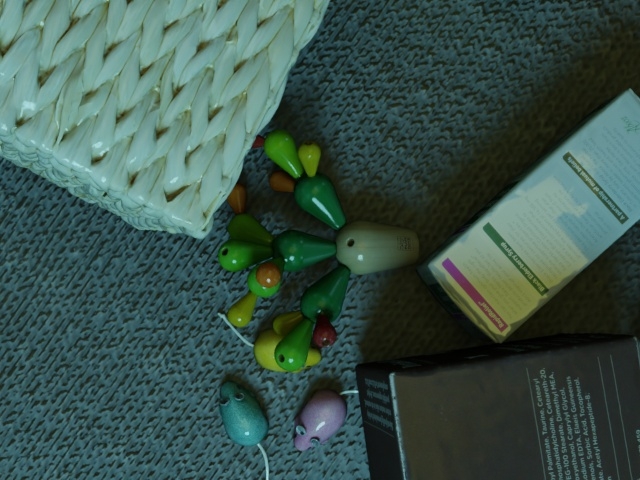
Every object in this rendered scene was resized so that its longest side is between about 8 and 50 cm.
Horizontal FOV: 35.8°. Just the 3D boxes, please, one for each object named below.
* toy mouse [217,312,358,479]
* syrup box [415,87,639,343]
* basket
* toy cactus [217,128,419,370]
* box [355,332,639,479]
[{"bbox_3d":[-0.035,0.154,0.893,0.161,0.031,0.143,15,85,0],"label":"toy mouse"},{"bbox_3d":[0.204,-0.018,0.883,0.237,0.093,0.096,-40,87,-4],"label":"syrup box"},{"bbox_3d":[-0.159,-0.200,0.759,0.266,0.328,0.331,28,83,-18],"label":"basket"},{"bbox_3d":[0.000,0.000,0.876,0.180,0.112,0.219,-1,66,-16],"label":"toy cactus"},{"bbox_3d":[0.150,0.172,0.821,0.203,0.168,0.167,-7,86,-8],"label":"box"}]
